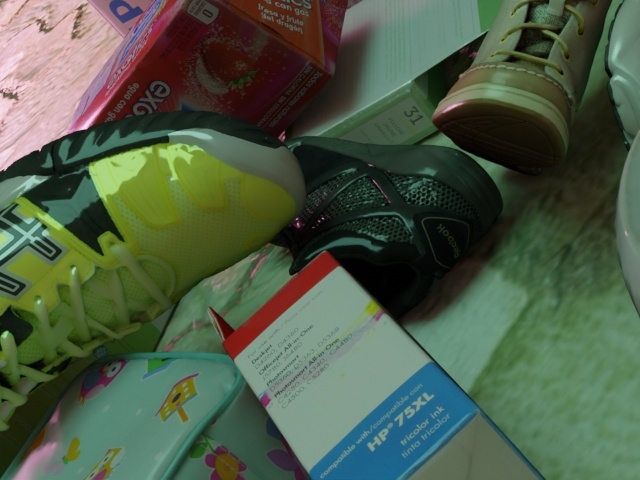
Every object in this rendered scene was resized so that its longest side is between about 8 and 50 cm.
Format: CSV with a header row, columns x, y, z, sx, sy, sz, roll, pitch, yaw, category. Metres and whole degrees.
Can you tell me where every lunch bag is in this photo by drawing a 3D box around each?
x,y,z,sx,sy,sz,roll,pitch,yaw,category
-0.130,0.191,0.764,0.224,0.108,0.279,-11,39,54,lunch bag

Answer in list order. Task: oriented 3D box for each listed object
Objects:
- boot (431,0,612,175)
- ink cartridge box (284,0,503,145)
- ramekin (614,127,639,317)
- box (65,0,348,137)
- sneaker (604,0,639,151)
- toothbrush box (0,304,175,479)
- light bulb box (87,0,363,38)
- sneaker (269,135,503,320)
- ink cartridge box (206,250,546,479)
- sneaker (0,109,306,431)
x,y,z,sx,sy,sz,roll,pitch,yaw,category
0.131,-0.126,0.778,0.213,0.077,0.165,9,-77,-82,boot
0.080,-0.151,1.023,0.235,0.056,0.171,-28,32,22,ink cartridge box
0.250,-0.013,0.566,0.273,0.127,0.273,-30,32,21,ramekin
-0.098,-0.120,1.052,0.257,0.123,0.128,-44,24,39,box
0.258,-0.151,0.801,0.118,0.107,0.279,4,53,28,sneaker
-0.255,0.114,1.006,0.206,0.122,0.283,-14,38,39,toothbrush box
-0.014,-0.361,1.240,0.361,0.225,0.358,-22,35,32,light bulb box
0.000,0.000,0.887,0.227,0.087,0.130,7,49,47,sneaker
0.036,0.094,0.671,0.078,0.134,0.231,-43,30,0,ink cartridge box
-0.182,0.045,0.838,0.385,0.145,0.147,-22,52,10,sneaker
